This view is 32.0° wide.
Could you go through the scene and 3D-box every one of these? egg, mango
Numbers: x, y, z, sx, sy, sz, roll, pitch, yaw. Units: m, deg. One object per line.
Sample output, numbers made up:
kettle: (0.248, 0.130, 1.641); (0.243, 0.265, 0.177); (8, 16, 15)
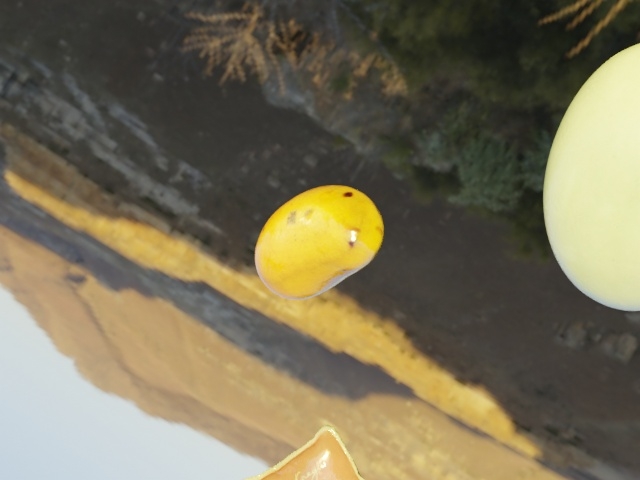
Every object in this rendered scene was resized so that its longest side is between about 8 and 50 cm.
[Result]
egg: (0.328, -0.063, 1.113); (0.202, 0.283, 0.203); (7, -157, -3)
mango: (-0.001, -0.002, 1.204); (0.090, 0.115, 0.178); (21, 145, -31)

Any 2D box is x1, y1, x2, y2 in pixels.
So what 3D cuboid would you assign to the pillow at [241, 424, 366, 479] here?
pillow: (-0.009, 0.353, 1.450); (0.171, 0.179, 0.075); (55, -163, 5)
